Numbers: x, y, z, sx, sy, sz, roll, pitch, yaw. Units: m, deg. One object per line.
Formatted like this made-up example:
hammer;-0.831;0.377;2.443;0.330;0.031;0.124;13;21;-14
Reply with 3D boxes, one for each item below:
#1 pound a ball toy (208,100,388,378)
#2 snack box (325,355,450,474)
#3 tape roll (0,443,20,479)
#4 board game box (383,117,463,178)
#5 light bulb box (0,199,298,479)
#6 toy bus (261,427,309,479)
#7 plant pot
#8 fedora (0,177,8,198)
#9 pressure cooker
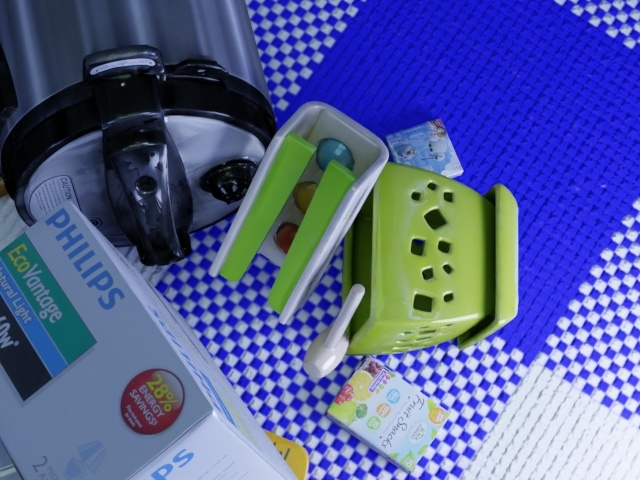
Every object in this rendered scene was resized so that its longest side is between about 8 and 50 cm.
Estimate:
pound a ball toy;0.000;0.000;1.825;0.208;0.319;0.136;34;43;7
snack box;0.092;0.239;1.950;0.141;0.037;0.100;36;75;6
tape roll;-0.423;0.354;1.769;0.169;0.246;0.246;-18;75;-9
board game box;0.150;-0.124;2.076;0.090;0.020;0.090;-19;77;-10
light bulb box;-0.234;0.204;1.702;0.225;0.361;0.358;-38;58;-2
toy bus;-0.112;0.415;1.843;0.130;0.108;0.332;23;73;3
plant pot;0.148;0.036;1.925;0.207;0.228;0.227;4;75;-10
fedora;-0.484;-0.149;2.004;0.194;0.079;0.194;1;72;-4
pressure cooker;-0.246;-0.182;1.853;0.370;0.375;0.420;14;52;-47
